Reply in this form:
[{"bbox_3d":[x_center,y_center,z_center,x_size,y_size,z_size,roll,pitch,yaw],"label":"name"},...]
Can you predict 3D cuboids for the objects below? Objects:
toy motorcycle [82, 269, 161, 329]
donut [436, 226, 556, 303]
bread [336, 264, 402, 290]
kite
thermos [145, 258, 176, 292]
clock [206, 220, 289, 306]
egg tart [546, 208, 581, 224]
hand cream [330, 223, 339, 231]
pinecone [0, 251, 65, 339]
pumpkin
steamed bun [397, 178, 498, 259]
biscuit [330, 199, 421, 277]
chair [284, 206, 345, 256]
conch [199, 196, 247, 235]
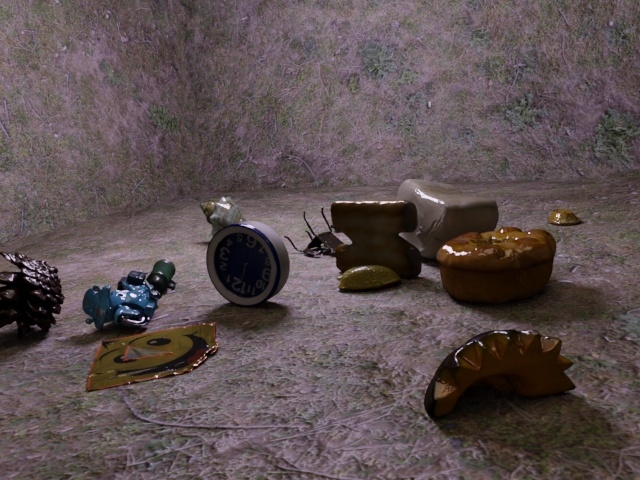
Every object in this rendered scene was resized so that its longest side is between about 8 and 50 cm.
[{"bbox_3d":[-0.534,0.163,1.517,0.182,0.123,0.272,15,12,-9],"label":"toy motorcycle"},{"bbox_3d":[0.458,0.056,1.469,0.317,0.150,0.299,-9,13,-13],"label":"donut"},{"bbox_3d":[0.139,0.098,1.625,0.188,0.065,0.149,-6,8,5],"label":"bread"},{"bbox_3d":[-0.386,0.249,1.278,0.328,0.013,0.377,1,15,28],"label":"kite"},{"bbox_3d":[-0.508,0.123,1.783,0.073,0.083,0.187,-27,15,1],"label":"thermos"},{"bbox_3d":[-0.199,0.061,1.533,0.231,0.230,0.083,1,14,25],"label":"clock"},{"bbox_3d":[0.937,-0.092,2.160,0.129,0.049,0.129,-4,14,1],"label":"egg tart"},{"bbox_3d":[0.155,-0.066,2.332,0.248,0.075,0.052,-1,18,30],"label":"hand cream"},{"bbox_3d":[-0.773,0.145,1.455,0.202,0.201,0.229,23,9,-44],"label":"pinecone"},{"bbox_3d":[0.283,0.198,0.958,0.254,0.130,0.149,-9,13,-9],"label":"pumpkin"},{"bbox_3d":[0.398,-0.057,1.832,0.247,0.236,0.383,1,17,-18],"label":"steamed bun"},{"bbox_3d":[0.165,-0.008,1.691,0.291,0.236,0.062,1,15,34],"label":"biscuit"},{"bbox_3d":[0.000,0.000,2.068,0.174,0.149,0.213,-16,58,-48],"label":"chair"},{"bbox_3d":[-0.364,-0.055,2.339,0.386,0.169,0.203,43,5,20],"label":"conch"}]
